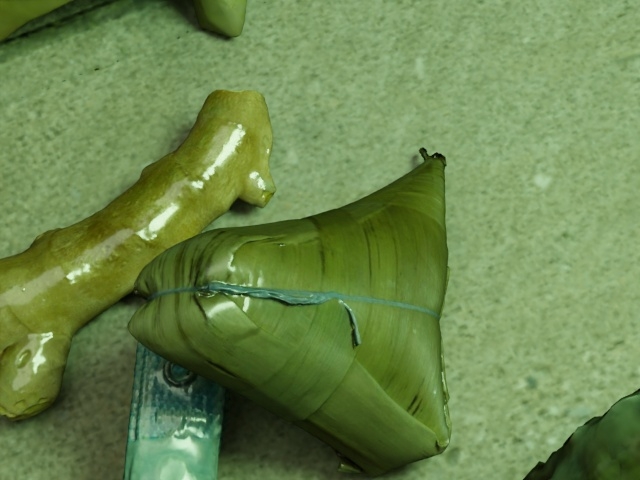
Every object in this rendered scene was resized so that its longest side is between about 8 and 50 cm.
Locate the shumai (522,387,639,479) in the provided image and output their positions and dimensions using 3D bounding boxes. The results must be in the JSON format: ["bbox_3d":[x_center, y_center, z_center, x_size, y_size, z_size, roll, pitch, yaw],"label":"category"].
[{"bbox_3d":[0.313,0.211,0.871,0.395,0.395,0.348,-19,62,-3],"label":"shumai"}]

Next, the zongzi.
[{"bbox_3d":[0.000,0.000,1.092,0.115,0.228,0.256,-16,52,43],"label":"zongzi"}]

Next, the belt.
[{"bbox_3d":[-0.098,0.189,1.078,0.072,0.087,0.302,6,66,-4],"label":"belt"}]

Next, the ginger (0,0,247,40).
[{"bbox_3d":[-0.226,-0.302,1.277,0.211,0.358,0.413,-9,53,-48],"label":"ginger"}]

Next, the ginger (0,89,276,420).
[{"bbox_3d":[-0.144,-0.004,1.182,0.299,0.065,0.118,-43,81,-12],"label":"ginger"}]
